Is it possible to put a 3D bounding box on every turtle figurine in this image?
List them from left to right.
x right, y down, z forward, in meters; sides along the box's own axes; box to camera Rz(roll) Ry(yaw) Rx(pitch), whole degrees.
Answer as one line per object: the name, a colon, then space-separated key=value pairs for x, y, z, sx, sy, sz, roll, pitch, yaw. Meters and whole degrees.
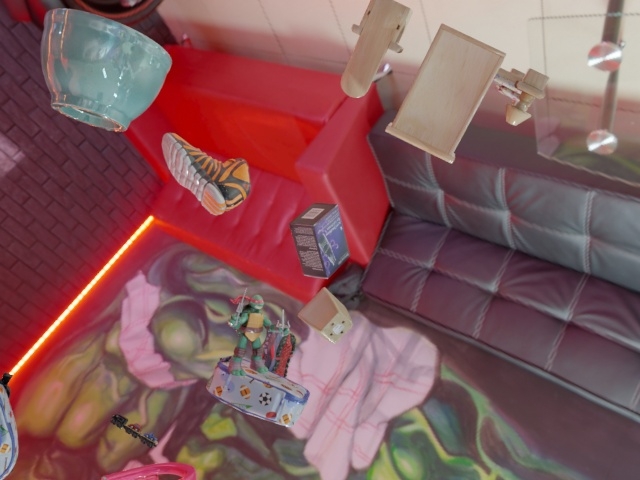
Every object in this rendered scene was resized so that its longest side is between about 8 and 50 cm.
turtle figurine: x=-0.172 y=0.232 z=1.478 sx=0.175 sy=0.234 sz=0.118 roll=7 pitch=-171 yaw=-26

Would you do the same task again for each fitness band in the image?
fitness band: x=-0.475 y=0.656 z=1.504 sx=0.290 sy=0.055 sz=0.209 roll=-1 pitch=174 yaw=-37

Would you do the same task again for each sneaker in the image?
sneaker: x=-0.345 y=-0.227 z=1.765 sx=0.321 sy=0.180 sz=0.125 roll=49 pitch=142 yaw=10
sneaker: x=-0.171 y=0.409 z=1.921 sx=0.104 sy=0.262 sz=0.125 roll=15 pitch=-168 yaw=-46

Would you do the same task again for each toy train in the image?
toy train: x=-0.517 y=0.529 z=1.576 sx=0.158 sy=0.036 sz=0.027 roll=26 pitch=154 yaw=13

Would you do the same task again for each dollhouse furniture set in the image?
dollhouse furniture set: x=0.206 y=-0.269 z=0.989 sx=0.303 sy=0.174 sz=0.355 roll=28 pitch=-160 yaw=4

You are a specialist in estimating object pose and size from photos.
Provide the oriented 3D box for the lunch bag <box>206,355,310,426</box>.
lunch bag: x=-0.186 y=0.445 z=1.705 sx=0.303 sy=0.115 sz=0.243 roll=24 pitch=178 yaw=9

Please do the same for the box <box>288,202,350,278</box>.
box: x=0.000 y=0.000 z=1.895 sx=0.108 sy=0.153 sz=0.207 roll=5 pitch=124 yaw=36

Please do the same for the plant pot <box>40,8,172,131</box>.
plant pot: x=-0.519 y=-0.377 z=1.333 sx=0.292 sy=0.197 sz=0.293 roll=13 pitch=174 yaw=1

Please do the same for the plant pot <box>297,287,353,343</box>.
plant pot: x=0.023 y=0.214 z=1.539 sx=0.109 sy=0.109 sz=0.096 roll=46 pitch=177 yaw=-36

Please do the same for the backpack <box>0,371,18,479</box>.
backpack: x=-0.863 y=0.484 z=1.362 sx=0.264 sy=0.276 sz=0.213 roll=68 pitch=158 yaw=2
